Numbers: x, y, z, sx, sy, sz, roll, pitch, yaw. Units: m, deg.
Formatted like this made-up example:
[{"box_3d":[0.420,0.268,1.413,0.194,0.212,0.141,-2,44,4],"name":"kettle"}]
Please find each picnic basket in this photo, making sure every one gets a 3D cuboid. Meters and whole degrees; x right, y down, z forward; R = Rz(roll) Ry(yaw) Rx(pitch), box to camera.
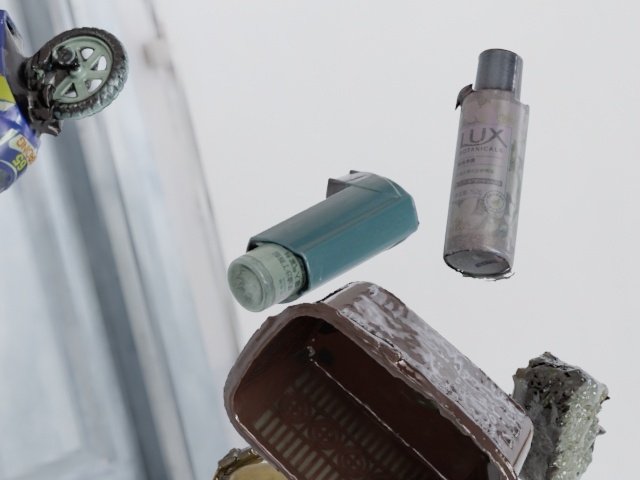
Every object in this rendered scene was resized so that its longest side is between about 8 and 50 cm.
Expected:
[{"box_3d":[0.068,0.166,1.768,0.129,0.297,0.222,-44,172,-48],"name":"picnic basket"}]

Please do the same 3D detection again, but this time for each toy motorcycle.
[{"box_3d":[-0.308,-0.115,1.429,0.315,0.169,0.113,10,155,18],"name":"toy motorcycle"}]

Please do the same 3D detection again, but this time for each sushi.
[{"box_3d":[0.327,0.247,2.535,0.147,0.212,0.115,-34,-130,-30],"name":"sushi"}]

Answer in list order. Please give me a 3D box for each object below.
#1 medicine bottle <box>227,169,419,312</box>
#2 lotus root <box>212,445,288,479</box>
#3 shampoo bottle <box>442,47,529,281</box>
[{"box_3d":[0.000,0.000,1.978,0.124,0.079,0.258,8,-152,43],"name":"medicine bottle"},{"box_3d":[0.016,0.339,2.216,0.310,0.183,0.183,3,-170,11],"name":"lotus root"},{"box_3d":[0.154,-0.073,1.666,0.072,0.214,0.072,7,156,3],"name":"shampoo bottle"}]
